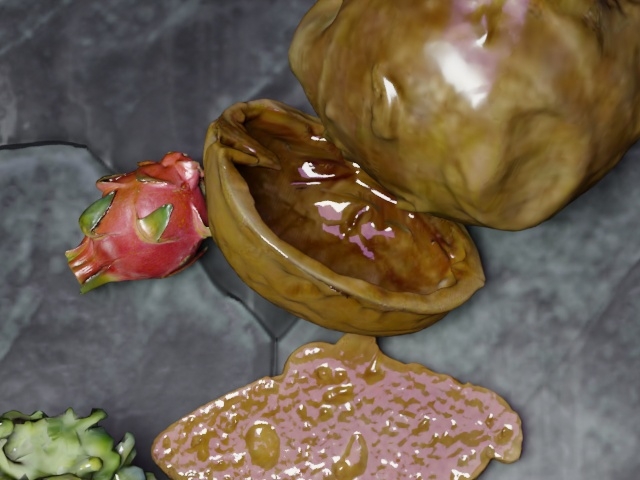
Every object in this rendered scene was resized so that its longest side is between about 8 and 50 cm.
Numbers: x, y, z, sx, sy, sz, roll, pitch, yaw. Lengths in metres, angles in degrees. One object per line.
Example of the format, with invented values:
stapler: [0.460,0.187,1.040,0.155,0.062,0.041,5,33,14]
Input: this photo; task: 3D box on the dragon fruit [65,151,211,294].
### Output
dragon fruit: [-0.126,-0.009,1.225,0.116,0.086,0.081,-34,79,-9]

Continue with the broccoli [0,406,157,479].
broccoli: [-0.177,0.280,1.069,0.334,0.272,0.324,-44,107,5]

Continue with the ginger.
ginger: [0.124,-0.117,1.187,0.200,0.269,0.223,39,109,31]

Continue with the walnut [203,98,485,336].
walnut: [0.001,0.002,1.196,0.211,0.087,0.167,32,33,-4]

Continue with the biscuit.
biscuit: [0.010,0.138,1.198,0.250,0.035,0.162,-2,68,3]
